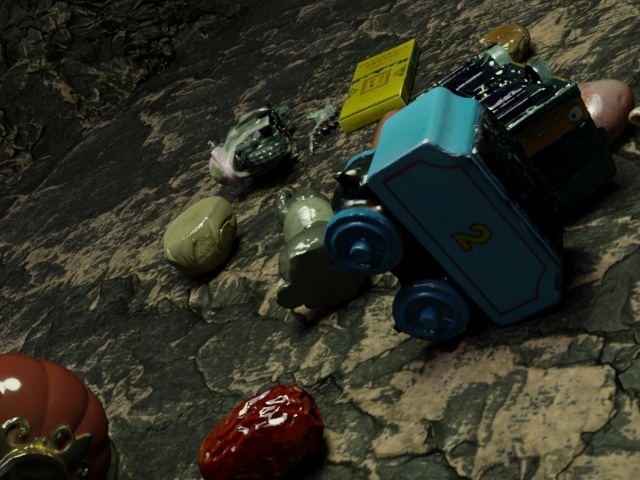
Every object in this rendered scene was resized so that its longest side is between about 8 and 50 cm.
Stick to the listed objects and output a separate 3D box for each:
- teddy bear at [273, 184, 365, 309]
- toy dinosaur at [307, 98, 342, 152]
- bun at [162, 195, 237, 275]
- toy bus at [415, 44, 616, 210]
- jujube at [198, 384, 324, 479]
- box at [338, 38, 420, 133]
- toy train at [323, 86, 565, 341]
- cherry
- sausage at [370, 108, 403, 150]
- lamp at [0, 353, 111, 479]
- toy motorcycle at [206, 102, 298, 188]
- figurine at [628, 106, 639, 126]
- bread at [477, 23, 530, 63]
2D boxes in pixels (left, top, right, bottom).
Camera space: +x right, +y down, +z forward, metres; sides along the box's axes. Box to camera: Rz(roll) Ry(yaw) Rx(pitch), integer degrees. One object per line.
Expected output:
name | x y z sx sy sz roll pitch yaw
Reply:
teddy bear | 0.013 0.005 1.527 0.171 0.144 0.251 -8 32 6
toy dinosaur | 0.005 -0.263 2.072 0.082 0.039 0.209 -17 32 28
bun | -0.229 0.001 1.824 0.166 0.113 0.173 -13 34 50
toy bus | 0.288 -0.164 1.411 0.162 0.194 0.323 -34 23 0
jujube | -0.081 0.263 1.223 0.176 0.109 0.112 -33 -8 9
box | 0.135 -0.345 2.062 0.153 0.041 0.279 -19 30 26
toy train | 0.162 -0.029 1.211 0.265 0.300 0.188 -30 25 33
cherry | 0.428 -0.199 1.425 0.106 0.087 0.126 -28 24 22
sausage | 0.136 -0.187 1.758 0.077 0.077 0.194 -20 30 27
lamp | -0.457 0.314 1.355 0.303 0.303 0.257 -44 31 -17
toy motorcycle | -0.151 -0.213 2.060 0.188 0.143 0.327 -28 20 13
figurine | 0.507 -0.210 1.141 0.248 0.203 0.381 26 -98 -83
bread | 0.369 -0.385 1.832 0.082 0.060 0.113 -39 28 -7
